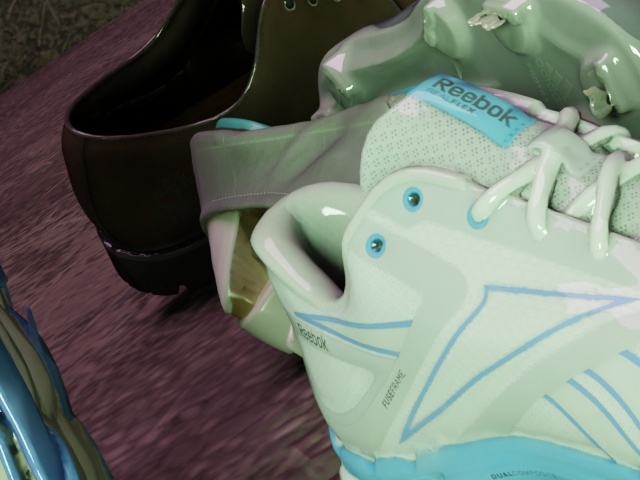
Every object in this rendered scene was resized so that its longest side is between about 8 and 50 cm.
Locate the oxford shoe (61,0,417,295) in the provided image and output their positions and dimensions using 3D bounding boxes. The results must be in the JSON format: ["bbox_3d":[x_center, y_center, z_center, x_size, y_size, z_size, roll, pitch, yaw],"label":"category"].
[{"bbox_3d":[0.005,-0.078,0.730,0.227,0.096,0.083,-38,44,-13],"label":"oxford shoe"}]

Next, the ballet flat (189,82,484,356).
[{"bbox_3d":[0.000,0.000,0.550,0.068,0.072,0.213,-67,16,-9],"label":"ballet flat"}]

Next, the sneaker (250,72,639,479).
[{"bbox_3d":[0.047,0.005,0.354,0.071,0.083,0.190,-40,14,-36],"label":"sneaker"}]

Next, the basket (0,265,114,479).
[{"bbox_3d":[-0.173,0.066,0.390,0.254,0.201,0.289,-32,2,3],"label":"basket"}]

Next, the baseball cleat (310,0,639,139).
[{"bbox_3d":[0.069,-0.063,0.603,0.109,0.072,0.206,-30,14,-20],"label":"baseball cleat"}]
